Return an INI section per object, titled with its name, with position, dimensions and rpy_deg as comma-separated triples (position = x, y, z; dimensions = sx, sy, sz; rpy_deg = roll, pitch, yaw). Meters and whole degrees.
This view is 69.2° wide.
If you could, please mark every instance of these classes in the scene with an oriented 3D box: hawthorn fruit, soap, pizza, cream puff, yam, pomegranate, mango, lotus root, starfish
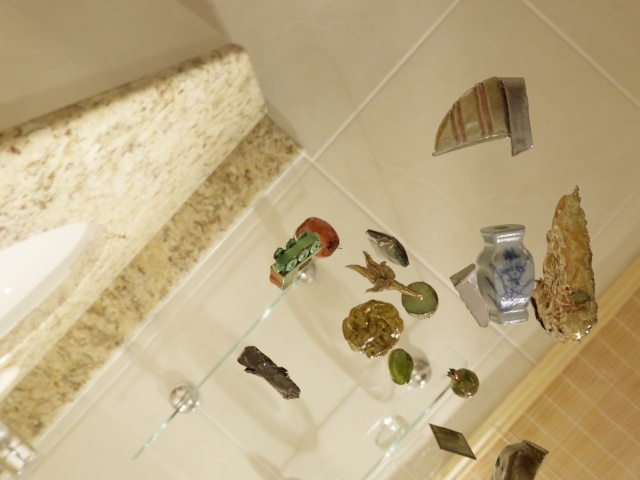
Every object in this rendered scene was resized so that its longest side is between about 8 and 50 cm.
[hawthorn fruit]
position = 0.000, 0.000, 2.272
dimensions = 0.211, 0.211, 0.299
rpy_deg = -48, -139, -13
[soap]
position = 0.804, 0.283, 2.368
dimensions = 0.159, 0.302, 0.258
rpy_deg = -31, 158, 18
[pizza]
position = 0.645, 0.126, 1.238
dimensions = 0.391, 0.080, 0.434
rpy_deg = -69, 157, -50
[cream puff]
position = 0.279, 0.478, 2.373
dimensions = 0.291, 0.324, 0.257
rpy_deg = -33, -150, 19
[yam]
position = 0.460, 0.282, 2.140
dimensions = 0.168, 0.168, 0.304
rpy_deg = -48, 163, 0
[pomegranate]
position = 0.764, 0.761, 2.505
dimensions = 0.159, 0.205, 0.159
rpy_deg = -44, -161, 19
[mango]
position = 0.271, 0.422, 1.560
dimensions = 0.165, 0.091, 0.074
rpy_deg = -84, 172, -71
[lotus root]
position = 0.707, 0.842, 1.680
dimensions = 0.267, 0.149, 0.260
rpy_deg = 6, 106, -60
[starfish]
position = 0.227, 0.148, 1.902
dimensions = 0.293, 0.302, 0.084
rpy_deg = 50, -52, 48

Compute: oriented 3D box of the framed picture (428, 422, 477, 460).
[framed picture]
position = 0.590, 0.902, 2.089
dimensions = 0.231, 0.173, 0.010
rpy_deg = -58, 165, -85

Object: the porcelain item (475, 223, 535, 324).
[porcelain item]
position = 0.787, 0.142, 1.975
dimensions = 0.243, 0.404, 0.178
rpy_deg = -8, -171, -2

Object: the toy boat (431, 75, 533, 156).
[toy boat]
position = 0.503, -0.383, 1.400
dimensions = 0.111, 0.294, 0.275
rpy_deg = 37, 66, -60

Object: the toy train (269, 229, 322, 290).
[toy train]
position = -0.068, 0.050, 1.304
dimensions = 0.176, 0.074, 0.118
rpy_deg = -39, 152, -33

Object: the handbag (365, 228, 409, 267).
[handbag]
position = 0.361, 0.040, 2.514
dimensions = 0.075, 0.191, 0.332
rpy_deg = -34, -156, -13

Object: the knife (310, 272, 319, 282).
[knife]
position = -0.022, 0.153, 1.860
dimensions = 0.005, 0.014, 0.091
rpy_deg = -39, 142, 0

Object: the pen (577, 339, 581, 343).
[pen]
position = 1.202, 0.405, 2.226
dimensions = 0.053, 0.032, 0.197
rpy_deg = -28, -130, 24

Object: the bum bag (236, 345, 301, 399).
[bum bag]
position = -0.167, 0.445, 1.555
dimensions = 0.123, 0.248, 0.060
rpy_deg = -45, -171, 44
